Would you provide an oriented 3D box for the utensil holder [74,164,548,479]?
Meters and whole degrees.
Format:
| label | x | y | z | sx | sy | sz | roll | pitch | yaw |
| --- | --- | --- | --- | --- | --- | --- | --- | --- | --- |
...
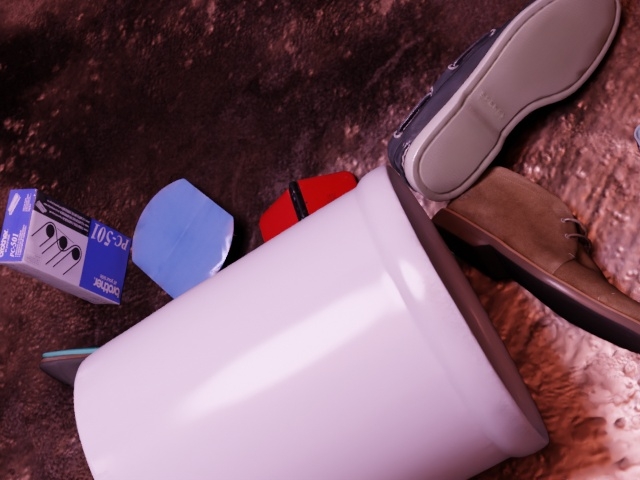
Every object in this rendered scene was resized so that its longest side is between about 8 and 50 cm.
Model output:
| label | x | y | z | sx | sy | sz | roll | pitch | yaw |
| --- | --- | --- | --- | --- | --- | --- | --- | --- | --- |
| utensil holder | -0.013 | 0.155 | 1.158 | 0.386 | 0.327 | 0.327 | -30 | 62 | 8 |

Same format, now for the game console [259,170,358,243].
| label | x | y | z | sx | sy | sz | roll | pitch | yaw |
| --- | --- | --- | --- | --- | --- | --- | --- | --- | --- |
| game console | 0.000 | 0.000 | 1.407 | 0.124 | 0.085 | 0.144 | -13 | 64 | -13 |

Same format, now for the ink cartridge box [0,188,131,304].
| label | x | y | z | sx | sy | sz | roll | pitch | yaw |
| --- | --- | --- | --- | --- | --- | --- | --- | --- | --- |
| ink cartridge box | -0.330 | 0.012 | 1.449 | 0.046 | 0.207 | 0.097 | -1 | 72 | 26 |

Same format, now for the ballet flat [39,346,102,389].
| label | x | y | z | sx | sy | sz | roll | pitch | yaw |
| --- | --- | --- | --- | --- | --- | --- | --- | --- | --- |
| ballet flat | -0.237 | 0.165 | 1.420 | 0.281 | 0.095 | 0.096 | -14 | 79 | 21 |

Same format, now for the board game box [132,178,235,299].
| label | x | y | z | sx | sy | sz | roll | pitch | yaw |
| --- | --- | --- | --- | --- | --- | --- | --- | --- | --- |
| board game box | -0.178 | 0.002 | 1.483 | 0.169 | 0.033 | 0.133 | 37 | 95 | 36 |

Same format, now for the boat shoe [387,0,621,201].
| label | x | y | z | sx | sy | sz | roll | pitch | yaw |
| --- | --- | --- | --- | --- | --- | --- | --- | --- | --- |
| boat shoe | 0.209 | -0.189 | 1.317 | 0.340 | 0.127 | 0.113 | -50 | 30 | -4 |

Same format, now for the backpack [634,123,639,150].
| label | x | y | z | sx | sy | sz | roll | pitch | yaw |
| --- | --- | --- | --- | --- | --- | --- | --- | --- | --- |
| backpack | 0.456 | -0.045 | 1.111 | 0.225 | 0.191 | 0.253 | -22 | 69 | 17 |

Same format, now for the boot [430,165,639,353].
| label | x | y | z | sx | sy | sz | roll | pitch | yaw |
| --- | --- | --- | --- | --- | --- | --- | --- | --- | --- |
| boot | 0.266 | 0.015 | 1.226 | 0.305 | 0.112 | 0.115 | 36 | 79 | 33 |
